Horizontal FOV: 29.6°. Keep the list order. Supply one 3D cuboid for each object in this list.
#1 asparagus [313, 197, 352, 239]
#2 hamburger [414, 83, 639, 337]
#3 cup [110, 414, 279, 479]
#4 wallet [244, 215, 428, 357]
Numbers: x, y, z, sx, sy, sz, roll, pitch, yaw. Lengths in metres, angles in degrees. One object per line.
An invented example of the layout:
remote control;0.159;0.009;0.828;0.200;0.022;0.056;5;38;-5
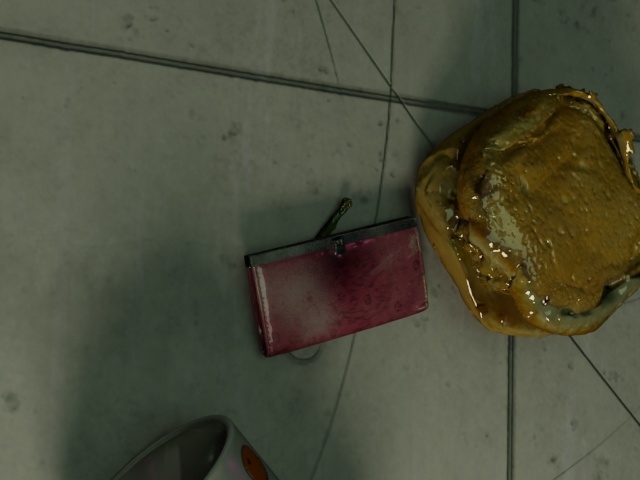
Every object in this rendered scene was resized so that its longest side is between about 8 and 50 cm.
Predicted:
asparagus;0.000;0.000;1.413;0.127;0.018;0.015;-56;137;-19
hamburger;0.273;-0.030;1.481;0.318;0.158;0.319;4;82;-27
cup;-0.076;0.362;1.223;0.212;0.212;0.317;-45;106;-24
wallet;0.023;0.051;1.404;0.232;0.025;0.119;-14;100;-31
